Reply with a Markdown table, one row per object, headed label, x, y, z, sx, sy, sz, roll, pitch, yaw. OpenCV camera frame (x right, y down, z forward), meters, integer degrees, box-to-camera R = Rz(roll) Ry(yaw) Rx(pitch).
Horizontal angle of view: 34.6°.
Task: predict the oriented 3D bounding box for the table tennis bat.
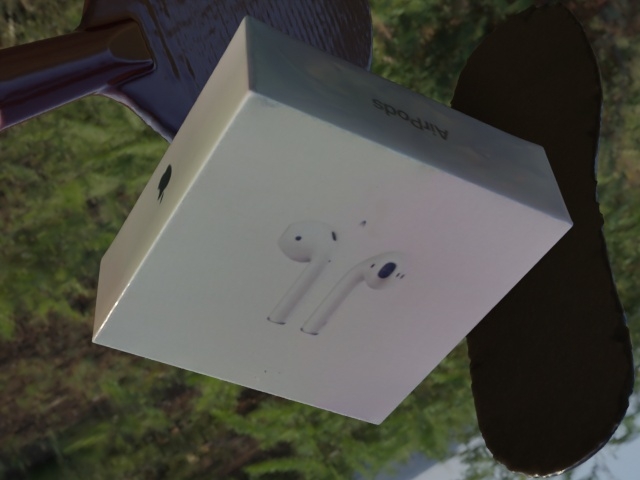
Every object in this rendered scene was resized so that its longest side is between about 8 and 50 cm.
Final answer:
| label | x | y | z | sx | sy | sz | roll | pitch | yaw |
| --- | --- | --- | --- | --- | --- | --- | --- | --- | --- |
| table tennis bat | -0.074 | -0.130 | 0.627 | 0.310 | 0.200 | 0.038 | -29 | -170 | -41 |

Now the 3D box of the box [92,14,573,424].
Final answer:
| label | x | y | z | sx | sy | sz | roll | pitch | yaw |
| --- | --- | --- | --- | --- | --- | --- | --- | --- | --- |
| box | 0.000 | 0.000 | 0.389 | 0.130 | 0.051 | 0.129 | 19 | 129 | -24 |

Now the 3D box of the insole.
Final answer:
| label | x | y | z | sx | sy | sz | roll | pitch | yaw |
| --- | --- | --- | --- | --- | --- | --- | --- | --- | --- |
| insole | 0.106 | -0.021 | 0.535 | 0.111 | 0.007 | 0.328 | -32 | -145 | 31 |
